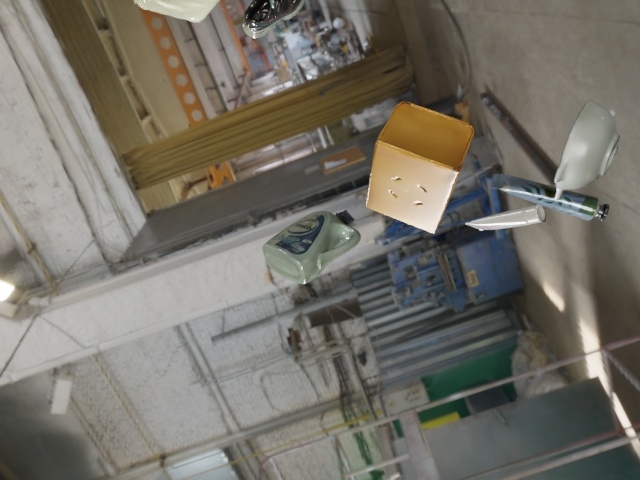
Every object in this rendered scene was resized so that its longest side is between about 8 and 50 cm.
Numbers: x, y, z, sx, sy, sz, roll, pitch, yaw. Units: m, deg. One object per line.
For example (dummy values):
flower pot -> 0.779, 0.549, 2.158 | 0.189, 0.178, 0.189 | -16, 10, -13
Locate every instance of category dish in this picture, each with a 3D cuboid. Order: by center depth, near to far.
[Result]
dish -> 0.604, -0.193, 1.292 | 0.086, 0.236, 0.228 | 24, 168, 28

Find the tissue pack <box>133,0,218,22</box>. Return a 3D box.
tissue pack -> -0.290, -0.676, 1.258 | 0.380, 0.207, 0.297 | -163, 80, -67

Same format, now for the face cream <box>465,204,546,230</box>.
face cream -> 0.593, -0.066, 1.864 | 0.092, 0.244, 0.058 | 20, -113, -39

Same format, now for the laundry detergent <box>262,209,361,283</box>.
laundry detergent -> 0.000, 0.000, 1.619 | 0.215, 0.280, 0.105 | 22, 135, 47

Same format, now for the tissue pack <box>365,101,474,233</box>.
tissue pack -> 0.227, -0.169, 1.382 | 0.274, 0.194, 0.145 | 94, -161, -61

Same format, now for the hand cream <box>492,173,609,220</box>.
hand cream -> 0.547, -0.106, 1.396 | 0.091, 0.271, 0.058 | -59, -15, -53

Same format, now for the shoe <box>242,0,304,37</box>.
shoe -> -0.108, -0.528, 1.302 | 0.071, 0.169, 0.099 | 53, -176, 0
